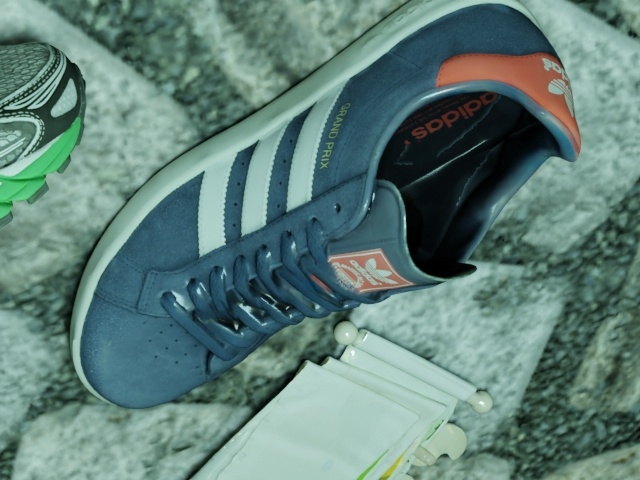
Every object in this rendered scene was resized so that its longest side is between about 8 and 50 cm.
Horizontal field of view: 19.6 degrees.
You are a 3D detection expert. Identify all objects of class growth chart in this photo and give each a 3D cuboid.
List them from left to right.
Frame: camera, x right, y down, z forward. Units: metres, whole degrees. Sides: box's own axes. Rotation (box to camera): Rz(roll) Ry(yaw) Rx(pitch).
[{"bbox_3d":[-0.006,0.155,1.274,0.237,0.021,0.172,-42,130,12],"label":"growth chart"}]

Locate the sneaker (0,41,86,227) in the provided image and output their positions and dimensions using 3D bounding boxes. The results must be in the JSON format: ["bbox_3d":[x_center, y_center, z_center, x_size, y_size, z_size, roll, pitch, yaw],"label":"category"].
[{"bbox_3d":[-0.281,-0.060,0.929,0.344,0.134,0.146,-10,114,-24],"label":"sneaker"}]

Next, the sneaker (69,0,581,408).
[{"bbox_3d":[0.000,0.000,1.075,0.350,0.148,0.131,-41,129,12],"label":"sneaker"}]
